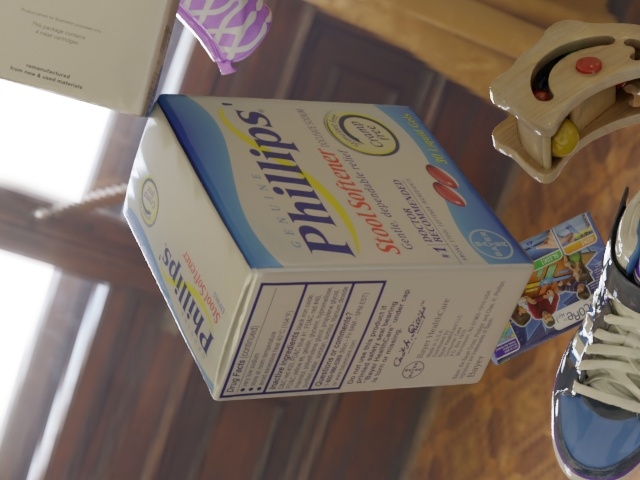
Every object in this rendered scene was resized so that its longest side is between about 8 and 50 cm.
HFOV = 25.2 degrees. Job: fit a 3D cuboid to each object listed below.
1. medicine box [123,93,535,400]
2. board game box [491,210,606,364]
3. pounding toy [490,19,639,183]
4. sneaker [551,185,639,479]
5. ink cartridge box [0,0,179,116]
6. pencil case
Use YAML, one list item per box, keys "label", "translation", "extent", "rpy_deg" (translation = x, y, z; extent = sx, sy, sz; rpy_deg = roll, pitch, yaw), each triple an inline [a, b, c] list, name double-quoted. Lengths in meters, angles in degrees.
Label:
- label: "medicine box"
  translation: [0.000, 0.000, 1.326]
  extent: [0.263, 0.289, 0.149]
  rpy_deg: [58, 137, 43]
- label: "board game box"
  translation: [0.296, 0.064, 1.915]
  extent: [0.035, 0.201, 0.136]
  rpy_deg: [139, 107, -84]
- label: "pounding toy"
  translation: [0.307, -0.145, 1.592]
  extent: [0.269, 0.154, 0.155]
  rpy_deg: [-43, -39, -32]
- label: "sneaker"
  translation: [0.324, 0.085, 1.486]
  extent: [0.323, 0.130, 0.236]
  rpy_deg: [-64, -19, -15]
- label: "ink cartridge box"
  translation: [-0.206, -0.242, 1.270]
  extent: [0.171, 0.168, 0.232]
  rpy_deg: [-137, 62, -84]
- label: "pencil case"
  translation: [-0.137, -0.268, 1.453]
  extent: [0.086, 0.206, 0.088]
  rpy_deg: [-9, 49, 43]
